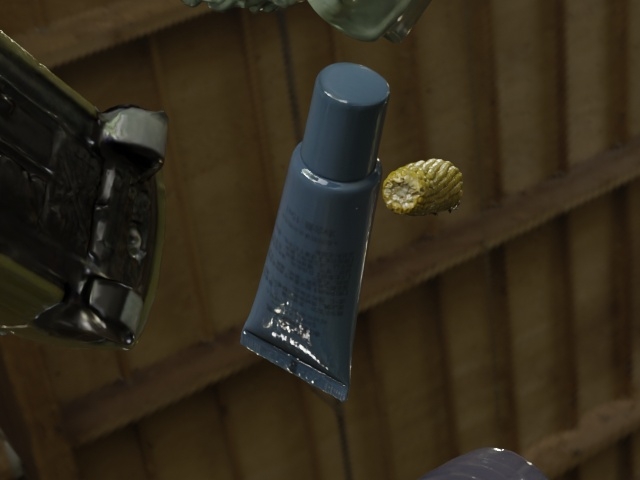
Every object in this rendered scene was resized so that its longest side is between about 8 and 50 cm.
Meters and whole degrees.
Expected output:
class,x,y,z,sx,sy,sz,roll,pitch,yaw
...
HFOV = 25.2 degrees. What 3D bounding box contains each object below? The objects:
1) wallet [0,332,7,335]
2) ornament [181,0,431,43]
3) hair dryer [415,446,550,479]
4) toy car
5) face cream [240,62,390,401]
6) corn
class,x,y,z,sx,sy,sz,roll,pitch,yaw
wallet,-0.242,-0.035,0.947,0.020,0.103,0.196,-12,-44,5
ornament,0.010,-0.209,1.007,0.285,0.120,0.130,-2,-58,-55
hair dryer,0.128,0.270,0.715,0.301,0.361,0.121,-45,-40,-35
toy car,-0.163,-0.036,0.539,0.257,0.124,0.101,41,-130,-54
face cream,0.000,0.000,1.405,0.086,0.136,0.385,-45,-24,-44
corn,0.049,-0.024,0.673,0.083,0.027,0.028,-16,-78,-70
